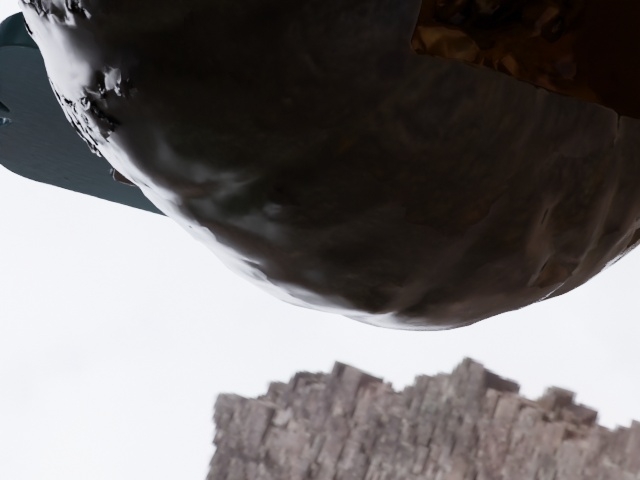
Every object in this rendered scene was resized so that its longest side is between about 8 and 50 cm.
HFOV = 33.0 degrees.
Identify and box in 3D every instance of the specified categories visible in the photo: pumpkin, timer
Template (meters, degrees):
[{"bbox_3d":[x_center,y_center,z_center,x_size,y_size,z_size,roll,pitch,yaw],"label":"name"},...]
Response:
[{"bbox_3d":[0.037,-0.120,0.407,0.320,0.192,0.320,-7,-76,-29],"label":"pumpkin"},{"bbox_3d":[-0.128,-0.100,0.848,0.250,0.232,0.091,12,-112,-12],"label":"timer"}]
